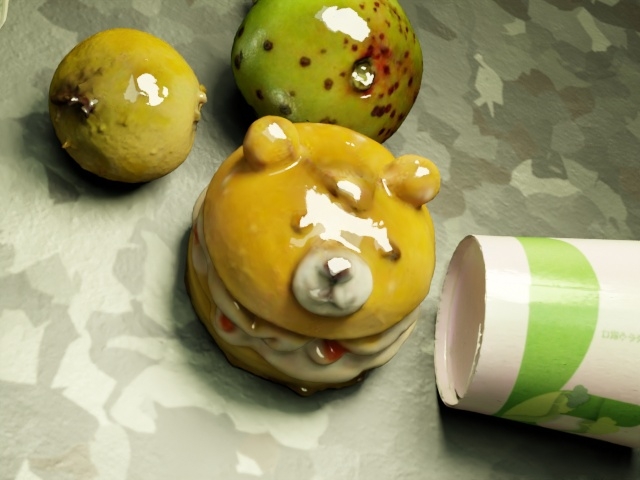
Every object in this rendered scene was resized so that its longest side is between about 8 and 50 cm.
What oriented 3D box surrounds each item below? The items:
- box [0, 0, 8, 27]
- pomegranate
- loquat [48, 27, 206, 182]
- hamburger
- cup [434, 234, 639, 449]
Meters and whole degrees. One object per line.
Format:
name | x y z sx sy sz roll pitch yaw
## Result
box | -0.498 -0.264 1.143 0.257 0.069 0.164 23 54 -6
pomegranate | 0.013 -0.224 1.254 0.231 0.231 0.286 21 26 -8
loquat | -0.203 -0.149 1.142 0.205 0.149 0.172 -15 64 -44
hamburger | 0.000 0.000 1.076 0.277 0.237 0.276 9 56 -13
cup | 0.276 0.100 1.127 0.274 0.253 0.253 9 57 -9
